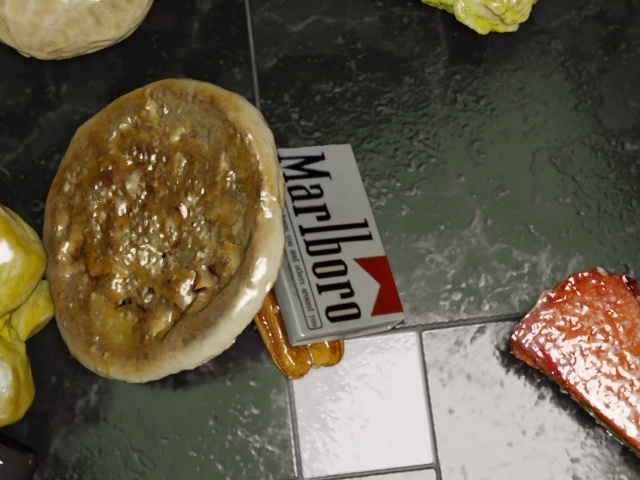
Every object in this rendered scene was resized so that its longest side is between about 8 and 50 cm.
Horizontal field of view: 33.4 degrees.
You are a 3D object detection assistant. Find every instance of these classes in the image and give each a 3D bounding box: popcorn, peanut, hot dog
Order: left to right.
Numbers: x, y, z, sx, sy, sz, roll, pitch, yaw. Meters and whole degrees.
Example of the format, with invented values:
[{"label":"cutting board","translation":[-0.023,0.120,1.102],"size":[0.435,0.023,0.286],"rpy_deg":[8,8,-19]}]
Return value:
[{"label":"peanut","translation":[-0.182,-0.272,1.010],"size":[0.298,0.120,0.136],"rpy_deg":[-36,75,-3]},{"label":"hot dog","translation":[-0.034,0.044,0.977],"size":[0.071,0.045,0.165],"rpy_deg":[-23,78,1]},{"label":"popcorn","translation":[0.147,-0.263,0.990],"size":[0.126,0.126,0.145],"rpy_deg":[-15,60,-24]}]

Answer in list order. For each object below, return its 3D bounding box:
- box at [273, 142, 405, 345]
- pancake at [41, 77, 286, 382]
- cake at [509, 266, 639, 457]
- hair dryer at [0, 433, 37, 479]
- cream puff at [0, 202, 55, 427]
[{"label":"box","translation":[0.000,0.000,0.957],"size":[0.115,0.036,0.177],"rpy_deg":[-6,71,-34]},{"label":"pancake","translation":[-0.146,-0.009,0.949],"size":[0.282,0.049,0.282],"rpy_deg":[-5,78,26]},{"label":"cake","translation":[0.277,0.118,0.919],"size":[0.220,0.086,0.117],"rpy_deg":[39,87,11]},{"label":"hair dryer","translation":[-0.381,0.199,0.974],"size":[0.248,0.070,0.114],"rpy_deg":[22,82,17]},{"label":"cream puff","translation":[-0.400,0.062,0.864],"size":[0.323,0.270,0.274],"rpy_deg":[15,71,19]}]
